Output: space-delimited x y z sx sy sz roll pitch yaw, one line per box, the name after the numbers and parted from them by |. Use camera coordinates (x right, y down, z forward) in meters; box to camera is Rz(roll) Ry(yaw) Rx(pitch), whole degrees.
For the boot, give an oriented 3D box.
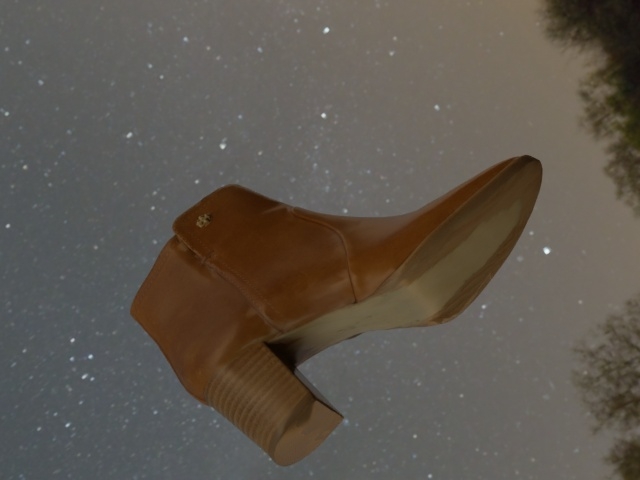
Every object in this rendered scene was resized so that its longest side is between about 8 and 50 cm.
0.000 0.001 0.575 0.211 0.295 0.104 40 169 37 | boot
